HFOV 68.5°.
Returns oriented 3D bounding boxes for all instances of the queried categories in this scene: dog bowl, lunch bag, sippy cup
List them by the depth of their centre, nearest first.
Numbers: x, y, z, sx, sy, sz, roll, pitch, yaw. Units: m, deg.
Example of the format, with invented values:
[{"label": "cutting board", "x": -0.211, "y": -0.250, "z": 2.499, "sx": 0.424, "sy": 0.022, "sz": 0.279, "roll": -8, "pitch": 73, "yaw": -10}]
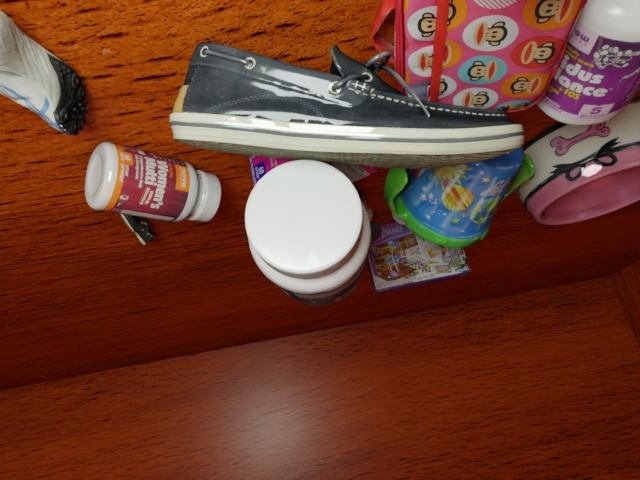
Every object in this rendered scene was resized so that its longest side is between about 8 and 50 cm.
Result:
[{"label": "lunch bag", "x": 0.199, "y": -0.294, "z": 0.646, "sx": 0.258, "sy": 0.120, "sz": 0.293, "roll": 3, "pitch": 162, "yaw": 12}, {"label": "sippy cup", "x": 0.302, "y": -0.139, "z": 1.003, "sx": 0.305, "sy": 0.240, "sz": 0.224, "roll": -44, "pitch": 166, "yaw": -34}, {"label": "dog bowl", "x": 0.695, "y": -0.174, "z": 1.197, "sx": 0.408, "sy": 0.150, "sz": 0.408, "roll": -11, "pitch": 158, "yaw": -4}]

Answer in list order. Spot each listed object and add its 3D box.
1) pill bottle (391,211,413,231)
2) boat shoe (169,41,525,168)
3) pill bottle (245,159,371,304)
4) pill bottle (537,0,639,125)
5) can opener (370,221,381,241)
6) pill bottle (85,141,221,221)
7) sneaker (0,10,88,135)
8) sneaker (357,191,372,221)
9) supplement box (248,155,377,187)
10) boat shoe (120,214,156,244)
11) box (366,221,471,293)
[{"label": "pill bottle", "x": 0.294, "y": -0.074, "z": 1.275, "sx": 0.208, "sy": 0.118, "sz": 0.117, "roll": 7, "pitch": 152, "yaw": -41}, {"label": "boat shoe", "x": 0.042, "y": -0.189, "z": 0.664, "sx": 0.500, "sy": 0.156, "sz": 0.187, "roll": 6, "pitch": -178, "yaw": 1}, {"label": "pill bottle", "x": -0.014, "y": 0.002, "z": 0.842, "sx": 0.204, "sy": 0.204, "sz": 0.361, "roll": -12, "pitch": 166, "yaw": 0}, {"label": "pill bottle", "x": 0.417, "y": -0.312, "z": 0.669, "sx": 0.169, "sy": 0.169, "sz": 0.301, "roll": -14, "pitch": 158, "yaw": 5}, {"label": "can opener", "x": 0.052, "y": 0.021, "z": 1.304, "sx": 0.280, "sy": 0.074, "sz": 0.093, "roll": -34, "pitch": 132, "yaw": -23}, {"label": "pill bottle", "x": -0.307, "y": -0.100, "z": 0.880, "sx": 0.221, "sy": 0.121, "sz": 0.121, "roll": 9, "pitch": 150, "yaw": -43}, {"label": "sneaker", "x": -0.391, "y": -0.218, "z": 0.615, "sx": 0.086, "sy": 0.085, "sz": 0.237, "roll": 12, "pitch": 165, "yaw": 10}, {"label": "sneaker", "x": 0.016, "y": -0.021, "z": 1.235, "sx": 0.270, "sy": 0.090, "sz": 0.145, "roll": -37, "pitch": 154, "yaw": 12}, {"label": "supplement box", "x": -0.018, "y": -0.154, "z": 0.914, "sx": 0.220, "sy": 0.111, "sz": 0.114, "roll": -22, "pitch": 157, "yaw": 24}, {"label": "boat shoe", "x": -0.424, "y": -0.036, "z": 1.092, "sx": 0.042, "sy": 0.049, "sz": 0.133, "roll": -37, "pitch": 155, "yaw": -13}, {"label": "box", "x": 0.284, "y": 0.037, "z": 1.435, "sx": 0.293, "sy": 0.201, "sz": 0.057, "roll": -10, "pitch": 158, "yaw": -4}]
